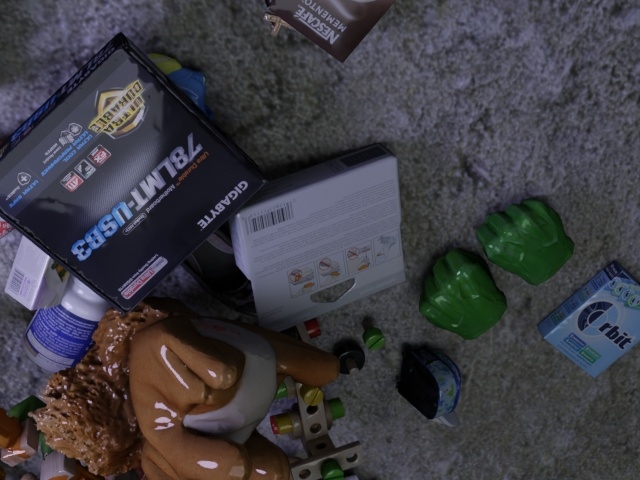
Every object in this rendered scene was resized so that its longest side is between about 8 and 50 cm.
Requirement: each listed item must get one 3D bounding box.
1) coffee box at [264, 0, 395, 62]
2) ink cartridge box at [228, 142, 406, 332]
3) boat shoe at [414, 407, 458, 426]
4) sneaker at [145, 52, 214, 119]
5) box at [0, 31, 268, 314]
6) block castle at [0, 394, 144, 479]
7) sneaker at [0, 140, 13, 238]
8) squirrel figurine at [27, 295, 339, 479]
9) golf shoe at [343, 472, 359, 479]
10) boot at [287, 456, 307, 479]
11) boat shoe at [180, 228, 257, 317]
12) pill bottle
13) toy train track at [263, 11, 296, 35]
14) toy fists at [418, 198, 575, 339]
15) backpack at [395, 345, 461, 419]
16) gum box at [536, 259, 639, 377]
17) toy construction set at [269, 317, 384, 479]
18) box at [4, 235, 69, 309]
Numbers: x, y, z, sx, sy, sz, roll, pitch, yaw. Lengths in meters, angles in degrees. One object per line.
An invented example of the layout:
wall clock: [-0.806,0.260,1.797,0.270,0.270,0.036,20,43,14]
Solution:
coffee box: [0.051,-0.386,1.474,0.141,0.098,0.246,32,111,-25]
ink cartridge box: [0.000,0.000,1.696,0.275,0.060,0.239,-20,127,-19]
boat shoe: [0.213,0.321,2.008,0.100,0.035,0.035,31,140,-30]
sneaker: [-0.226,-0.150,1.581,0.126,0.091,0.240,8,120,-17]
box: [-0.277,-0.086,1.511,0.295,0.073,0.293,-42,119,6]
block castle: [-0.528,0.340,1.753,0.303,0.213,0.453,-33,126,17]
sneaker: [-0.527,-0.112,1.551,0.145,0.090,0.270,-37,125,12]
squirrel figurine: [-0.228,0.293,1.614,0.281,0.397,0.370,3,106,-61]
golf shoe: [0.027,0.476,2.053,0.198,0.077,0.094,18,107,-28]
boot: [-0.169,0.372,1.922,0.236,0.089,0.269,-21,123,12]
boat shoe: [-0.165,0.037,1.710,0.112,0.095,0.335,-37,122,13]
pill bottle: [-0.385,0.110,1.705,0.112,0.112,0.187,23,116,-23]
toy train track: [-0.042,-0.310,1.558,0.083,0.014,0.048,15,119,-20]
toy fists: [0.284,0.041,1.802,0.279,0.096,0.142,-41,130,14]
backpack: [0.200,0.252,1.908,0.084,0.114,0.105,-10,125,-28]
gum box: [0.510,0.144,1.940,0.157,0.041,0.184,37,109,-28]
toy construction set: [-0.053,0.280,1.788,0.309,0.237,0.257,8,120,-21]
box: [-0.377,-0.051,1.586,0.063,0.067,0.324,-10,126,-60]
